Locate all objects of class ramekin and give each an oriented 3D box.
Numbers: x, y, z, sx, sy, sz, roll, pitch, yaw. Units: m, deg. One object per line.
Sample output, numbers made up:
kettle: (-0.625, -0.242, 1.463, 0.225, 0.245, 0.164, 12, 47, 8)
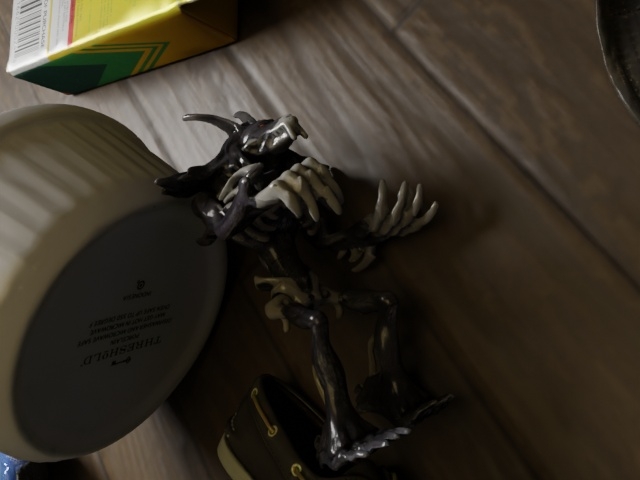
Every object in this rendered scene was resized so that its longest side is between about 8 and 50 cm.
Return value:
ramekin: (-0.187, 0.042, 0.517, 0.127, 0.273, 0.273, 25, 97, 24)

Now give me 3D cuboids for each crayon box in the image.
crayon box: (-0.185, -0.281, 0.670, 0.318, 0.081, 0.202, -4, 80, 35)

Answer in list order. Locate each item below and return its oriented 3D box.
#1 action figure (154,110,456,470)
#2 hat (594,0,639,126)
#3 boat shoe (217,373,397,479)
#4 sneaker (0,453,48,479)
action figure: (0.000, 0.000, 0.454, 0.141, 0.164, 0.276, -37, 72, 38)
hat: (0.270, -0.180, 0.305, 0.331, 0.134, 0.332, -6, 78, 33)
boat shoe: (0.014, 0.177, 0.455, 0.227, 0.081, 0.069, 32, 105, 37)
sneaker: (-0.408, 0.280, 0.694, 0.330, 0.147, 0.130, -22, 70, 30)
